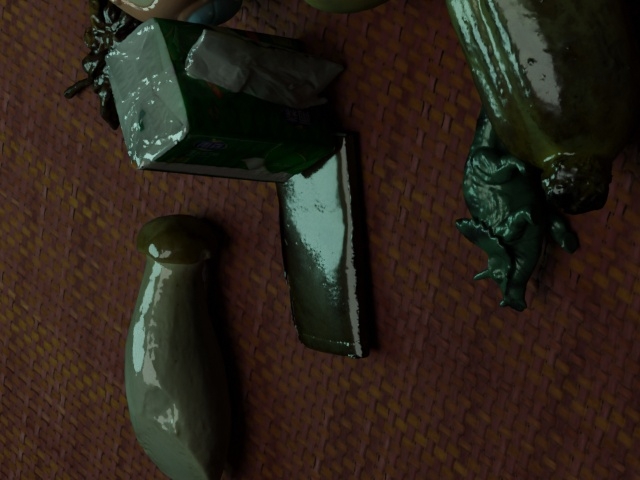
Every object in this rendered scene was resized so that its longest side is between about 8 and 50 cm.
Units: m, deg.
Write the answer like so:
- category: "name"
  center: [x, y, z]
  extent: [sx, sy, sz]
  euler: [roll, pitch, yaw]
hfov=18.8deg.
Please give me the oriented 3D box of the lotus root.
- category: "lotus root"
  center: [0.207, -0.174, 1.783]
  extent: [0.173, 0.173, 0.309]
  euler: [-23, 85, 49]

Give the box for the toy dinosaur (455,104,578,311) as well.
- category: "toy dinosaur"
  center: [0.192, -0.071, 1.890]
  extent: [0.120, 0.079, 0.292]
  euler: [22, 114, 41]

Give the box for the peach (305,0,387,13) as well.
- category: "peach"
  center: [0.032, -0.346, 1.908]
  extent: [0.232, 0.232, 0.232]
  euler: [18, 115, 45]

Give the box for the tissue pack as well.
- category: "tissue pack"
  center: [-0.091, -0.159, 2.062]
  extent: [0.156, 0.209, 0.148]
  euler: [-34, 62, 40]

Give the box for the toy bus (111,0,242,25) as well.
- category: "toy bus"
  center: [-0.150, -0.359, 2.120]
  extent: [0.232, 0.194, 0.288]
  euler: [48, 133, 11]

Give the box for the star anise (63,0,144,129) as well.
- category: "star anise"
  center: [-0.251, -0.203, 2.360]
  extent: [0.177, 0.073, 0.234]
  euler: [59, 145, 31]

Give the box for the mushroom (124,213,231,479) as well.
- category: "mushroom"
  center: [-0.171, 0.142, 2.338]
  extent: [0.128, 0.128, 0.350]
  euler: [11, 105, 47]

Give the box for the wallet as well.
- category: "wallet"
  center: [0.000, 0.000, 2.164]
  extent: [0.137, 0.031, 0.255]
  euler: [8, 106, 51]
